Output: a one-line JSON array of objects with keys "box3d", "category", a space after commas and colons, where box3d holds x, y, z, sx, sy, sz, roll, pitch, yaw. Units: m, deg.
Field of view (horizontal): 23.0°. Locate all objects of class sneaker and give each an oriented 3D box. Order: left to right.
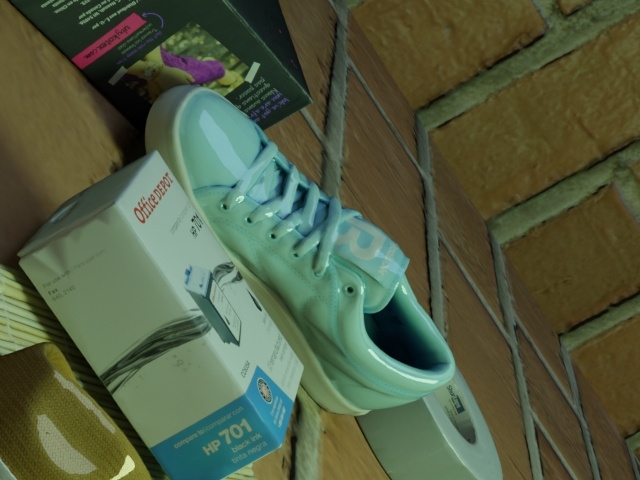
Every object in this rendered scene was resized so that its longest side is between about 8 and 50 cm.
[{"box3d": [0.000, 0.000, 1.361, 0.366, 0.150, 0.135, 52, 43, -29], "category": "sneaker"}]

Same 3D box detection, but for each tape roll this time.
[{"box3d": [0.102, 0.174, 1.608, 0.219, 0.072, 0.219, 55, 14, -20], "category": "tape roll"}]

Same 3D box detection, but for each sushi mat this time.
[{"box3d": [-0.128, 0.102, 1.040, 0.316, 0.019, 0.151, 32, 32, -63], "category": "sushi mat"}]

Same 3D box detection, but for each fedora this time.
[{"box3d": [-0.137, 0.104, 0.760, 0.194, 0.079, 0.194, 50, -10, 12], "category": "fedora"}]

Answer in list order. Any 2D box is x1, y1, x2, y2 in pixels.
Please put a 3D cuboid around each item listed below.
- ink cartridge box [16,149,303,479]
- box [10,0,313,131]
[{"box3d": [-0.100, 0.051, 1.033, 0.190, 0.082, 0.139, 58, 14, -13], "category": "ink cartridge box"}, {"box3d": [-0.144, -0.214, 1.375, 0.270, 0.143, 0.165, 46, 20, -46], "category": "box"}]
